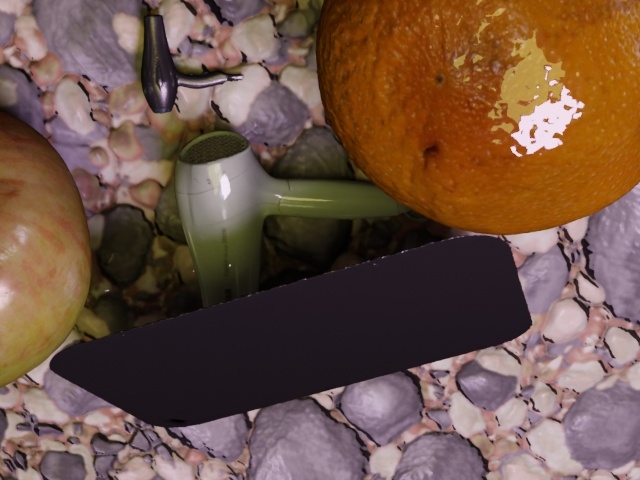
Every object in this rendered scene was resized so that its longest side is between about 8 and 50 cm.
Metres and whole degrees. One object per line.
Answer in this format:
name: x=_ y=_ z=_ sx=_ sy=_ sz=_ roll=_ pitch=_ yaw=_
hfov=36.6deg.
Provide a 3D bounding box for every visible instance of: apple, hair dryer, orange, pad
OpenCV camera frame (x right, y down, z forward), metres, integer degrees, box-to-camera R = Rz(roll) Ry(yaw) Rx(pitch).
apple: x=-0.303 y=0.010 z=0.747 sx=0.261 sy=0.260 sz=0.194 roll=4 pitch=148 yaw=-1
hair dryer: x=0.000 y=0.000 z=0.841 sx=0.237 sy=0.075 sz=0.206 roll=-7 pitch=121 yaw=-4
hair dryer: x=-0.105 y=-0.145 z=0.792 sx=0.083 sy=0.031 sz=0.079 roll=-4 pitch=106 yaw=-12
orange: x=0.129 y=-0.130 z=0.671 sx=0.264 sy=0.264 sz=0.264 roll=0 pitch=114 yaw=1
pad: x=-0.027 y=0.052 z=0.796 sx=0.375 sy=0.063 sz=0.315 roll=-16 pitch=153 yaw=10
